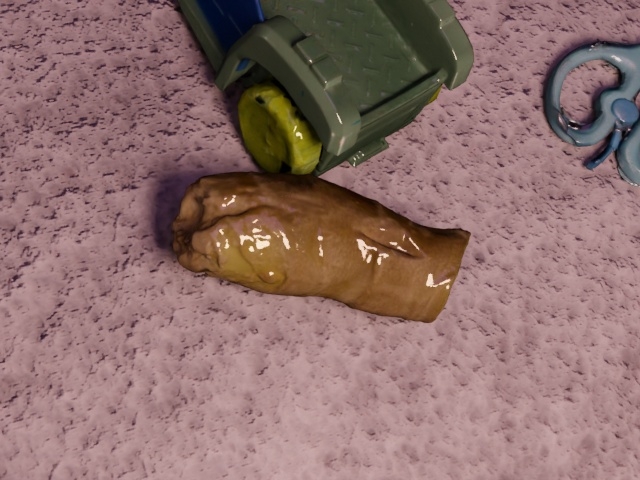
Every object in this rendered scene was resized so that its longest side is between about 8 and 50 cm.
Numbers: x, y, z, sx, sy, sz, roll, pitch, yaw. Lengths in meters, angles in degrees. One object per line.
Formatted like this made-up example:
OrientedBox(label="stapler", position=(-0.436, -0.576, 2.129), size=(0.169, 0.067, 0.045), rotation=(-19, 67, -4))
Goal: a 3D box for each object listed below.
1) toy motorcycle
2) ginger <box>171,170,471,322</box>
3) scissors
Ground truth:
OrientedBox(label="toy motorcycle", position=(-0.023, -0.234, 1.171), size=(0.191, 0.200, 0.326), rotation=(-32, 83, -29))
OrientedBox(label="ginger", position=(0.000, 0.000, 1.125), size=(0.262, 0.116, 0.109), rotation=(13, 93, -17))
OrientedBox(label="scissors", position=(0.383, -0.206, 1.402), size=(0.180, 0.032, 0.393), rotation=(40, 61, 0))
